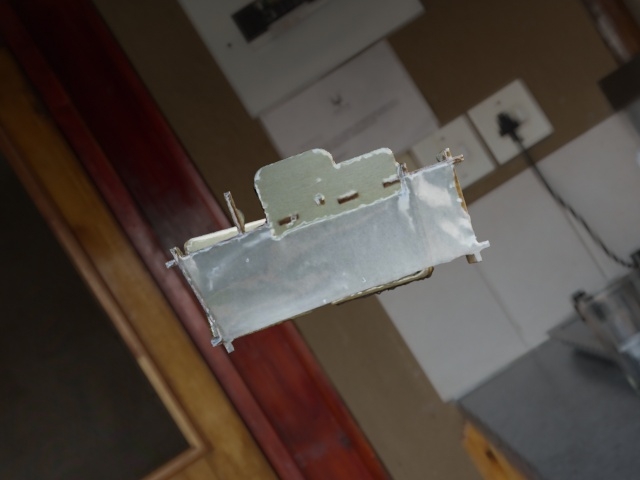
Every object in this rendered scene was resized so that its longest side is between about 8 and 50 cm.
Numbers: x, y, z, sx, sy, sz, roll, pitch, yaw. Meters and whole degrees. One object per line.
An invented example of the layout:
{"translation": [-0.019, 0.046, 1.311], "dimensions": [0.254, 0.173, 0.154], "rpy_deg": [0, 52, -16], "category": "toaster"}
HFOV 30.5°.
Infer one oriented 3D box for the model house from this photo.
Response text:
{"translation": [0.000, 0.000, 1.313], "dimensions": [0.326, 0.169, 0.244], "rpy_deg": [-20, -4, -3], "category": "model house"}
